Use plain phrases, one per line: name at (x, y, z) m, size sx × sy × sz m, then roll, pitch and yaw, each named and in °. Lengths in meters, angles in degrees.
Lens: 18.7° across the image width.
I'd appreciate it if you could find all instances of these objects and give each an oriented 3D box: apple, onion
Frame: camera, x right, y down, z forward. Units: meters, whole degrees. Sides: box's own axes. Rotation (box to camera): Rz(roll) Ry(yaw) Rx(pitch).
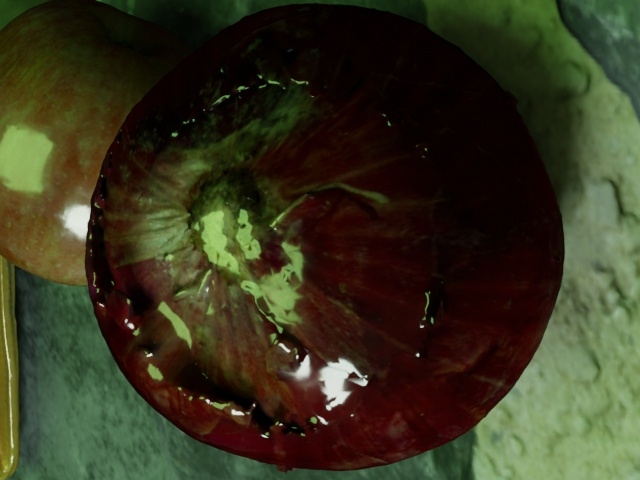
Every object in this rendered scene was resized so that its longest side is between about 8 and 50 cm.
apple at (-0.157, -0.068, 1.312) m, size 0.188 × 0.188 × 0.174 m, roll 42°, pitch 119°, yaw 31°
onion at (0.000, 0.000, 1.118) m, size 0.276 × 0.276 × 0.276 m, roll 18°, pitch 116°, yaw 43°

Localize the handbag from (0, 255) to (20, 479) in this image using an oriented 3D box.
handbag at (-0.400, 0.039, 1.667) m, size 0.401 × 0.133 × 0.283 m, roll 17°, pitch 110°, yaw 44°

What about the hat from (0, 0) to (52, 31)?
hat at (-0.292, -0.218, 1.466) m, size 0.166 × 0.144 × 0.173 m, roll -21°, pitch 104°, yaw 51°
